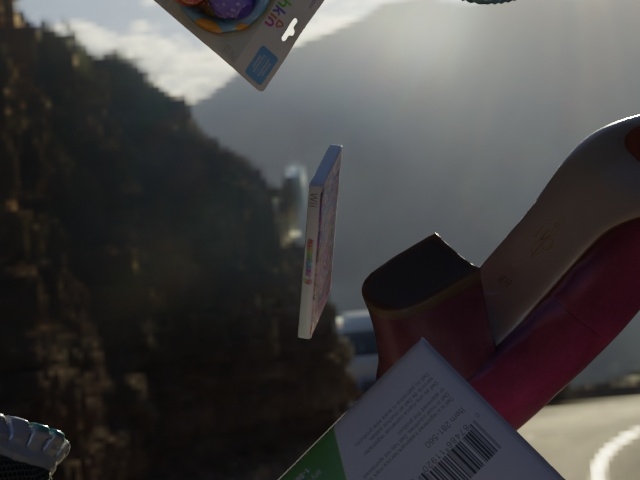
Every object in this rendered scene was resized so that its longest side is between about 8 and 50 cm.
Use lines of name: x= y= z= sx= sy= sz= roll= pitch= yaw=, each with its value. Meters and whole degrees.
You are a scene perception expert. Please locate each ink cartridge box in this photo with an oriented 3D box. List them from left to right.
ink cartridge box: x=0.081 y=0.193 z=0.980 sx=0.160 sy=0.219 sz=0.092 roll=-44 pitch=-6 yaw=-5

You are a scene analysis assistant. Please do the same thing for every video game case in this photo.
video game case: x=0.000 y=0.000 z=1.197 sx=0.011 sy=0.122 sz=0.087 roll=8 pitch=24 yaw=8

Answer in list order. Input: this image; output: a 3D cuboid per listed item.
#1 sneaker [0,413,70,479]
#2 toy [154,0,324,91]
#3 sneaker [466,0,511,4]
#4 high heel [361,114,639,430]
sneaker: x=-0.181 y=0.113 z=0.757 sx=0.065 sy=0.076 sz=0.166 roll=-2 pitch=-18 yaw=34
toy: x=-0.116 y=-0.268 z=1.567 sx=0.137 sy=0.237 sz=0.056 roll=-54 pitch=-17 yaw=23
sneaker: x=0.181 y=-0.269 z=1.219 sx=0.087 sy=0.092 sz=0.228 roll=20 pitch=50 yaw=43
high heel: x=0.205 y=0.031 z=1.180 sx=0.377 sy=0.181 sz=0.127 roll=-23 pitch=38 yaw=-9
